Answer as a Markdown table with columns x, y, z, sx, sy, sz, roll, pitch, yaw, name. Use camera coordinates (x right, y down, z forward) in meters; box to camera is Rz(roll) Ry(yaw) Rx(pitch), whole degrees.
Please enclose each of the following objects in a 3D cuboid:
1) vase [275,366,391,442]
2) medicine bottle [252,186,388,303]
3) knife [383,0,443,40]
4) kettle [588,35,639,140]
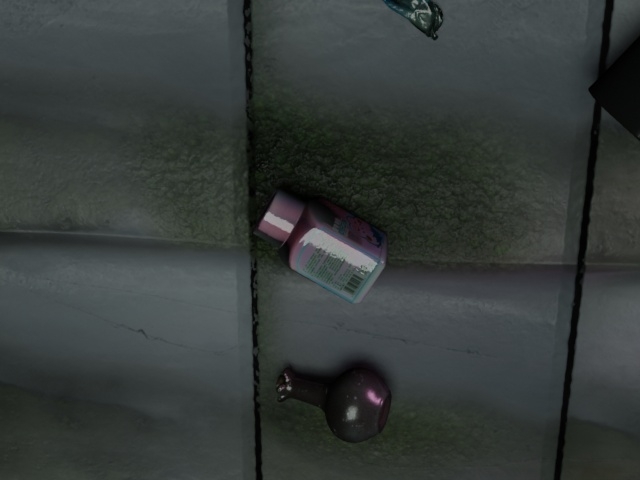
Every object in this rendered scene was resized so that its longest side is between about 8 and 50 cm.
| x | y | z | sx | sy | sz | roll | pitch | yaw | name |
| --- | --- | --- | --- | --- | --- | --- | --- | --- | --- |
| 0.017 | 0.250 | 1.748 | 0.183 | 0.120 | 0.120 | 14 | 116 | 16 | vase |
| 0.000 | 0.000 | 1.626 | 0.188 | 0.119 | 0.094 | 30 | 112 | -7 | medicine bottle |
| 0.054 | -0.376 | 1.500 | 0.297 | 0.026 | 0.044 | 35 | 124 | -11 | knife |
| 0.549 | -0.226 | 1.419 | 0.262 | 0.203 | 0.308 | 37 | 110 | -8 | kettle |
